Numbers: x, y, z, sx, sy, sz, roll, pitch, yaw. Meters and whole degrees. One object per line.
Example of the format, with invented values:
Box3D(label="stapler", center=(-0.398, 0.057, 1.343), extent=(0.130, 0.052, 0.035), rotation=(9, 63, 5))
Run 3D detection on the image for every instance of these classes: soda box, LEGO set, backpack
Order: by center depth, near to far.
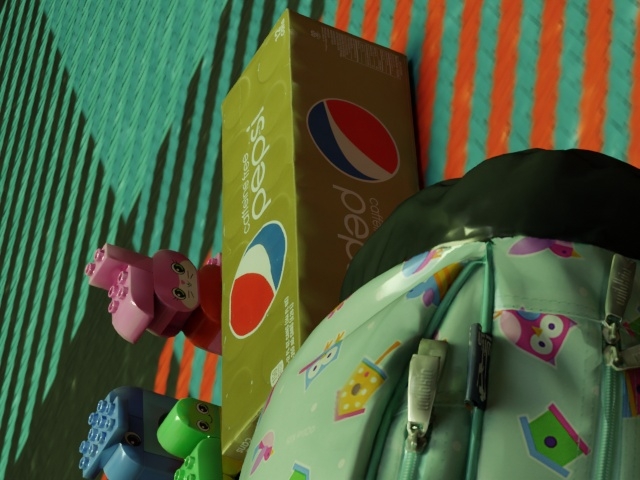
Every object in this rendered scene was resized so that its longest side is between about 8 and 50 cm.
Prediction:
Box3D(label="backpack", center=(0.035, 0.082, 0.471), extent=(0.152, 0.115, 0.182), rotation=(115, 169, -61))
Box3D(label="soda box", center=(0.000, 0.000, 0.720), extent=(0.061, 0.058, 0.181), rotation=(-51, 29, 40))
Box3D(label="LEGO set", center=(-0.088, 0.100, 0.795), extent=(0.087, 0.093, 0.227), rotation=(-54, 28, 35))
